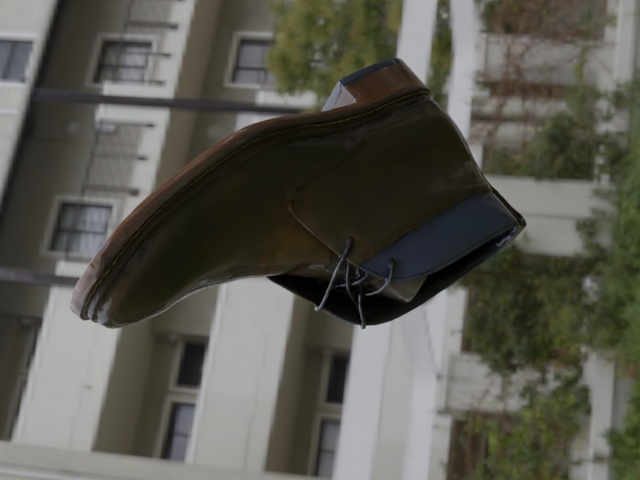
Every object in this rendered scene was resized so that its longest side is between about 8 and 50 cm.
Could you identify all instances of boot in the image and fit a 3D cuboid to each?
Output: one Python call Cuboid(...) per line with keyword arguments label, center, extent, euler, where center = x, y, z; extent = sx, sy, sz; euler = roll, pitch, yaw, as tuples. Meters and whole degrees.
Cuboid(label="boot", center=(0.000, 0.000, 0.523), extent=(0.219, 0.106, 0.082), euler=(-35, -15, -32))
